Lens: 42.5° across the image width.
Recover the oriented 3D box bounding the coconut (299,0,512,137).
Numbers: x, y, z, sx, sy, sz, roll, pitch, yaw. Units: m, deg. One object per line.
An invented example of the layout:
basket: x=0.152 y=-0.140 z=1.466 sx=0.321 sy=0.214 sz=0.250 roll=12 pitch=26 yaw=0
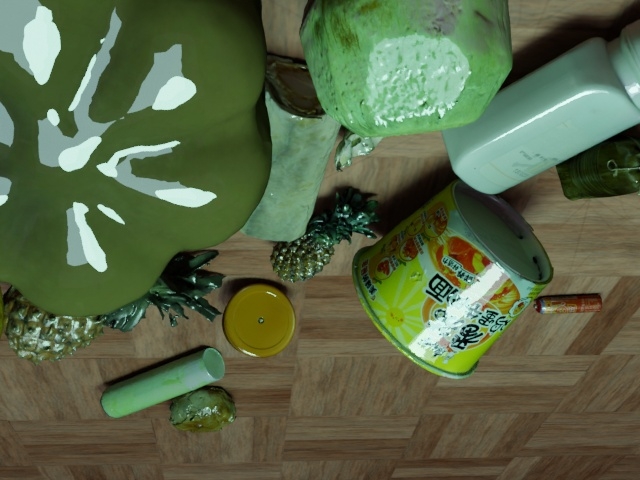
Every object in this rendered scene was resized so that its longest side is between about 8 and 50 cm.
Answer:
coconut: x=0.092 y=-0.227 z=0.858 sx=0.205 sy=0.236 sz=0.236 roll=-12 pitch=154 yaw=-31

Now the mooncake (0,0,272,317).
mooncake: x=-0.263 y=-0.148 z=0.838 sx=0.467 sy=0.262 sz=0.467 roll=-7 pitch=132 yaw=-8

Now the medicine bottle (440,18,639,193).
medicine bottle: x=0.311 y=-0.168 z=1.046 sx=0.296 sy=0.111 sz=0.161 roll=-27 pitch=155 yaw=34

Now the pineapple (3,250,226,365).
pineapple: x=-0.339 y=0.094 z=1.374 sx=0.365 sy=0.165 sz=0.165 roll=-15 pitch=146 yaw=1

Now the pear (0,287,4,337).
pear: x=-0.610 y=0.102 z=1.237 sx=0.281 sy=0.280 sz=0.280 roll=-2 pitch=147 yaw=-2

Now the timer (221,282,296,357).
timer: x=-0.130 y=0.153 z=1.509 sx=0.132 sy=0.132 sz=0.152 roll=10 pitch=166 yaw=-19

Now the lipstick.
lipstick: x=-0.338 y=0.302 z=1.735 sx=0.304 sy=0.076 sz=0.076 roll=-25 pitch=141 yaw=27

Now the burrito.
burrito: x=-0.056 y=-0.108 z=1.115 sx=0.143 sy=0.105 sz=0.299 roll=2 pitch=145 yaw=-15

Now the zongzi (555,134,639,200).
zongzi: x=0.442 y=-0.109 z=1.106 sx=0.184 sy=0.084 sz=0.187 roll=-14 pitch=-175 yaw=-14

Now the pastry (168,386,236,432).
pastry: x=-0.266 y=0.385 z=1.860 sx=0.153 sy=0.081 sz=0.153 roll=-10 pitch=151 yaw=-6

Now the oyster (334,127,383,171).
oyster: x=0.072 y=-0.168 z=1.061 sx=0.133 sy=0.072 sz=0.209 roll=-31 pitch=171 yaw=-24

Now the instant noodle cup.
instant noodle cup: x=0.205 y=0.047 z=1.240 sx=0.264 sy=0.264 sz=0.200 roll=22 pitch=126 yaw=-32

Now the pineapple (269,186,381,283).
pineapple: x=0.000 y=0.000 z=1.300 sx=0.103 sy=0.083 sz=0.221 roll=10 pitch=146 yaw=-40

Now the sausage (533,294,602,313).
sausage: x=0.468 y=0.123 z=1.569 sx=0.130 sy=0.034 sz=0.034 roll=-2 pitch=147 yaw=-2
